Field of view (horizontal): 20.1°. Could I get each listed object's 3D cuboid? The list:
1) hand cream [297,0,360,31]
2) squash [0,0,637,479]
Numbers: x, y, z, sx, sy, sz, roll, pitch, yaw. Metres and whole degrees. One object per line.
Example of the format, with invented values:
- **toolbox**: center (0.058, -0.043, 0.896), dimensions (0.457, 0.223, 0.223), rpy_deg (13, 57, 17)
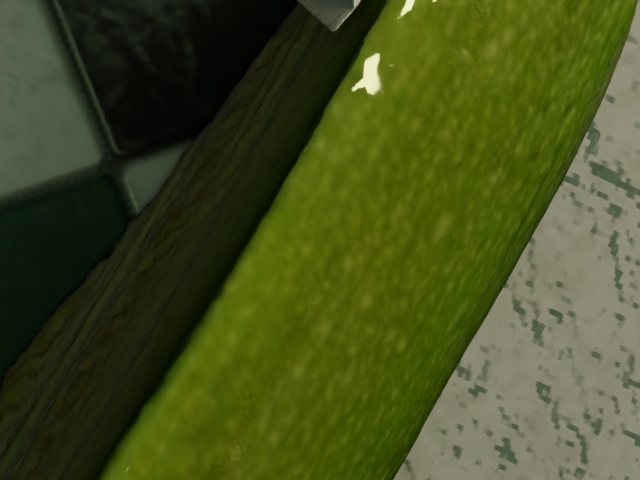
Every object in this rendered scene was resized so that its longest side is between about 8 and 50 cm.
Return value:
- **hand cream**: center (0.022, -0.132, 0.481), dimensions (0.053, 0.084, 0.142), rpy_deg (19, 110, -48)
- **squash**: center (0.000, 0.000, 0.557), dimensions (0.111, 0.203, 0.288), rpy_deg (34, 72, -17)
